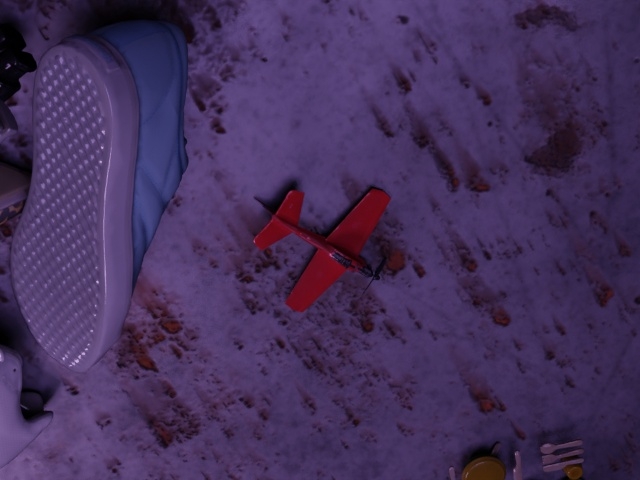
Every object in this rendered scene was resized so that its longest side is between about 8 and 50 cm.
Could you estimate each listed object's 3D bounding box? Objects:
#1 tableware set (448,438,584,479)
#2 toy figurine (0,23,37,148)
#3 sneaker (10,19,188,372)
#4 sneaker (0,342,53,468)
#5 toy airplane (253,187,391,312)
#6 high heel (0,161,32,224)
[{"bbox_3d":[0.207,0.257,1.788,0.154,0.024,0.104,-12,119,-5],"label":"tableware set"},{"bbox_3d":[-0.356,-0.135,1.405,0.148,0.213,0.209,-36,118,18],"label":"toy figurine"},{"bbox_3d":[-0.177,-0.036,1.527,0.150,0.135,0.366,-28,148,-40],"label":"sneaker"},{"bbox_3d":[-0.353,0.114,1.570,0.129,0.111,0.297,-36,140,-9],"label":"sneaker"},{"bbox_3d":[0.000,0.000,1.627,0.151,0.028,0.151,-4,114,-9],"label":"toy airplane"},{"bbox_3d":[-0.387,0.003,1.557,0.261,0.093,0.186,-8,146,-24],"label":"high heel"}]
